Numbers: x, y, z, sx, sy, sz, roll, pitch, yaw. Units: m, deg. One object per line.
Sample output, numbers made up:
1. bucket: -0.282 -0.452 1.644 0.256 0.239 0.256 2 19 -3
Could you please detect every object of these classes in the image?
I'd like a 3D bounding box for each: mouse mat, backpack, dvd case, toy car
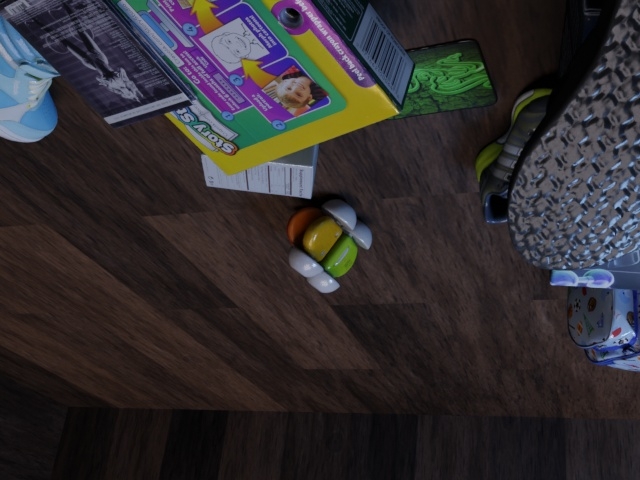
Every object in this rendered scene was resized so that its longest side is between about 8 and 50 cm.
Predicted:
1. mouse mat: 0.155 -0.233 1.184 0.189 0.007 0.152 -6 150 23
2. backpack: 0.595 0.134 1.544 0.213 0.276 0.263 12 160 1
3. dvd case: -0.283 -0.238 1.014 0.164 0.018 0.221 -8 137 37
4. toy car: 0.000 0.000 1.564 0.136 0.159 0.182 32 172 37

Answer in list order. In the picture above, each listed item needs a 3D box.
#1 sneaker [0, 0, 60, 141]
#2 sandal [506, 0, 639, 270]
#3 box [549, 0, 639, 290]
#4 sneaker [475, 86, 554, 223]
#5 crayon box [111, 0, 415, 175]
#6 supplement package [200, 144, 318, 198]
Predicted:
1. sneaker: -0.413 -0.247 1.167 0.208 0.127 0.319 3 154 11
2. sandal: 0.305 -0.161 0.747 0.167 0.107 0.446 17 123 1
3. box: 0.431 -0.142 0.938 0.293 0.212 0.395 3 135 12
4. sneaker: 0.325 -0.124 1.228 0.111 0.121 0.300 9 153 -5
5. crayon box: -0.113 -0.266 1.003 0.313 0.106 0.363 -14 134 38
6. supplement package: -0.095 -0.146 1.308 0.179 0.105 0.105 6 153 1
